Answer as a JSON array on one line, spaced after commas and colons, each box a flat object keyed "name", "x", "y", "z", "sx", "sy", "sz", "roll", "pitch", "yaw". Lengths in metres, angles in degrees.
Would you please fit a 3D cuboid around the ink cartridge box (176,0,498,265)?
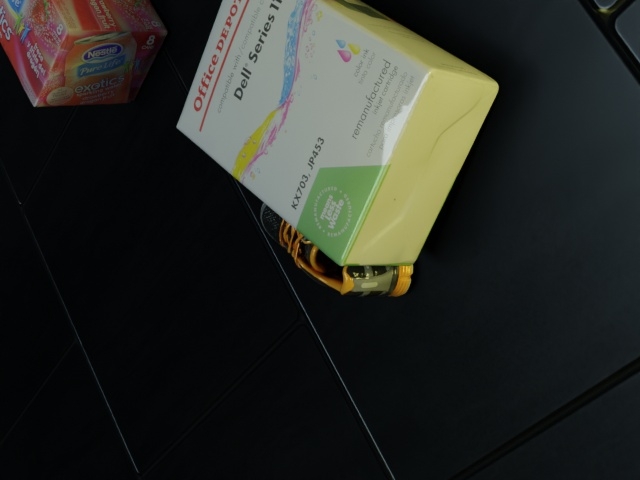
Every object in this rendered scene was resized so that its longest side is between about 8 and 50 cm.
[{"name": "ink cartridge box", "x": -0.018, "y": -0.150, "z": 1.001, "sx": 0.353, "sy": 0.119, "sz": 0.207, "roll": 39, "pitch": 116, "yaw": 35}]

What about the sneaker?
[{"name": "sneaker", "x": 0.000, "y": 0.000, "z": 1.057, "sx": 0.215, "sy": 0.083, "sz": 0.084, "roll": 27, "pitch": 118, "yaw": 42}]

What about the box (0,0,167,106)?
[{"name": "box", "x": -0.350, "y": -0.335, "z": 1.318, "sx": 0.142, "sy": 0.154, "sz": 0.300, "roll": -51, "pitch": 60, "yaw": 40}]
